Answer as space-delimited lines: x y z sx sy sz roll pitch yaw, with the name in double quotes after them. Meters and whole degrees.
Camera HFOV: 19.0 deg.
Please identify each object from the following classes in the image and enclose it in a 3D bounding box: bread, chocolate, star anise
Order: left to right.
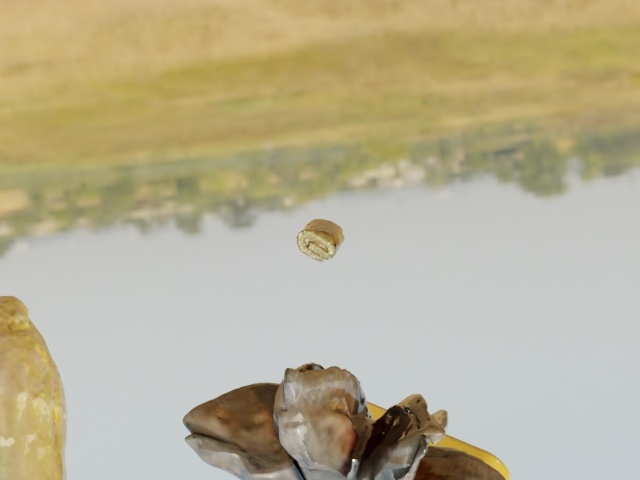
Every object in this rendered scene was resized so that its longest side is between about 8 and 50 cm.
-0.279 0.202 1.661 0.134 0.309 0.134 -6 169 -1 "chocolate"
0.000 0.000 2.092 0.047 0.036 0.083 21 -168 4 "bread"
0.029 0.163 1.224 0.229 0.236 0.093 8 -135 21 "star anise"

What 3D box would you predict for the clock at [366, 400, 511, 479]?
0.081 0.241 1.860 0.202 0.143 0.096 22 -125 23 "clock"
